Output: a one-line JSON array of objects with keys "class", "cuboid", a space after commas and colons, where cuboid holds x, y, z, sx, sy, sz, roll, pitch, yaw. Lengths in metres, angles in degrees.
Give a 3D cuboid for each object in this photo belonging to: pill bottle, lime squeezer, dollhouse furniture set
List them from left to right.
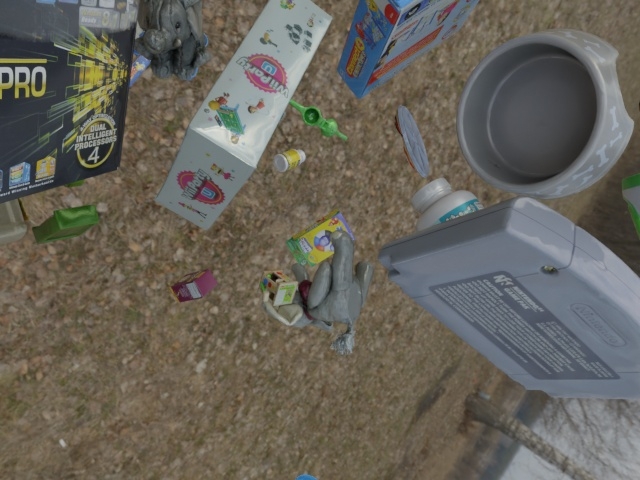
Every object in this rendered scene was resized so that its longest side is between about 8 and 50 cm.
[{"class": "dollhouse furniture set", "cuboid": [-0.653, -0.088, 0.998, 0.301, 0.151, 0.198, -17, 92, -46]}, {"class": "pill bottle", "cuboid": [-0.108, -0.288, 1.718, 0.116, 0.065, 0.065, -31, 141, -45]}, {"class": "lime squeezer", "cuboid": [-0.010, -0.372, 1.458, 0.310, 0.110, 0.059, 25, 122, -34]}, {"class": "pill bottle", "cuboid": [0.298, -0.002, 1.009, 0.146, 0.264, 0.146, -29, 161, -11]}]

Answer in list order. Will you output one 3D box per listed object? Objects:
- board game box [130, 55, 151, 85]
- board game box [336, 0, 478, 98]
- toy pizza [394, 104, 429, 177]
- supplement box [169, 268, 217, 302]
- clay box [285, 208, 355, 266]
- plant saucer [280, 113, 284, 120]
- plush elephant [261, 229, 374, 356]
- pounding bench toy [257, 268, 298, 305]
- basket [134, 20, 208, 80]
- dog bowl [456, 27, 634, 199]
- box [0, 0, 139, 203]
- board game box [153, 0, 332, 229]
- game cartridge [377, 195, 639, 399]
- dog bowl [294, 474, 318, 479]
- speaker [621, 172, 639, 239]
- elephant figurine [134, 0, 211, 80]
[{"class": "board game box", "cuboid": [-0.572, -0.502, 1.455, 0.035, 0.136, 0.201, 42, 63, -30]}, {"class": "board game box", "cuboid": [0.196, -0.451, 0.930, 0.308, 0.086, 0.302, -37, 177, -13]}, {"class": "toy pizza", "cuboid": [0.238, -0.259, 1.278, 0.201, 0.032, 0.202, 44, 37, -46]}, {"class": "supplement box", "cuboid": [-0.273, 0.098, 1.034, 0.055, 0.083, 0.043, -47, 117, -52]}, {"class": "clay box", "cuboid": [0.000, 0.000, 1.730, 0.222, 0.053, 0.128, -33, 116, -3]}, {"class": "plant saucer", "cuboid": [-0.197, -0.490, 1.862, 0.119, 0.021, 0.119, -23, 149, -15]}, {"class": "plush elephant", "cuboid": [-0.010, 0.161, 1.405, 0.272, 0.255, 0.330, 40, 55, -59]}, {"class": "pounding bench toy", "cuboid": [-0.102, 0.096, 0.998, 0.083, 0.065, 0.052, -2, 117, -47]}, {"class": "basket", "cuboid": [-0.465, -0.631, 1.415, 0.201, 0.255, 0.289, -26, 133, 26]}, {"class": "dog bowl", "cuboid": [0.435, -0.254, 0.988, 0.102, 0.348, 0.349, -11, 127, -41]}, {"class": "box", "cuboid": [-0.425, -0.217, 0.661, 0.395, 0.097, 0.319, -44, 153, -63]}, {"class": "board game box", "cuboid": [-0.116, -0.194, 0.714, 0.224, 0.097, 0.304, -34, -150, 56]}, {"class": "game cartridge", "cuboid": [0.226, 0.075, 0.501, 0.297, 0.198, 0.062, 39, 54, -20]}, {"class": "dog bowl", "cuboid": [-0.040, 0.694, 1.088, 0.074, 0.297, 0.166, -33, 128, 24]}, {"class": "speaker", "cuboid": [0.713, -0.001, 0.966, 0.131, 0.131, 0.297, -11, 83, -52]}, {"class": "elephant figurine", "cuboid": [-0.293, -0.431, 0.947, 0.169, 0.186, 0.239, -35, 180, -12]}]
